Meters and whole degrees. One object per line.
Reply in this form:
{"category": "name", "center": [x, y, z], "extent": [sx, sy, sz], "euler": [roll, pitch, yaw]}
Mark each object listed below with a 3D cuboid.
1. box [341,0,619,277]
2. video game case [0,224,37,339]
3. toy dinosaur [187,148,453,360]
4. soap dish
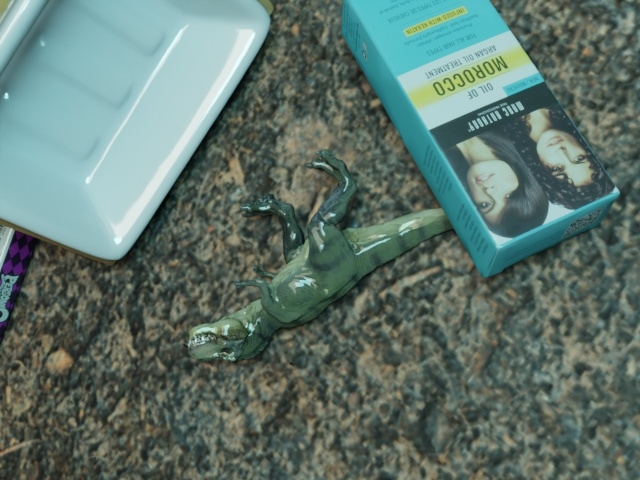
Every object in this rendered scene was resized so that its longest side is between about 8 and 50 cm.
{"category": "box", "center": [0.111, -0.103, 0.629], "extent": [0.101, 0.060, 0.244], "euler": [-24, 69, -9]}
{"category": "video game case", "center": [-0.396, 0.027, 0.850], "extent": [0.210, 0.042, 0.232], "euler": [16, 86, 25]}
{"category": "toy dinosaur", "center": [0.000, 0.000, 0.678], "extent": [0.268, 0.064, 0.118], "euler": [-30, 79, 11]}
{"category": "soap dish", "center": [-0.199, -0.143, 0.709], "extent": [0.118, 0.229, 0.291], "euler": [35, 94, 42]}
